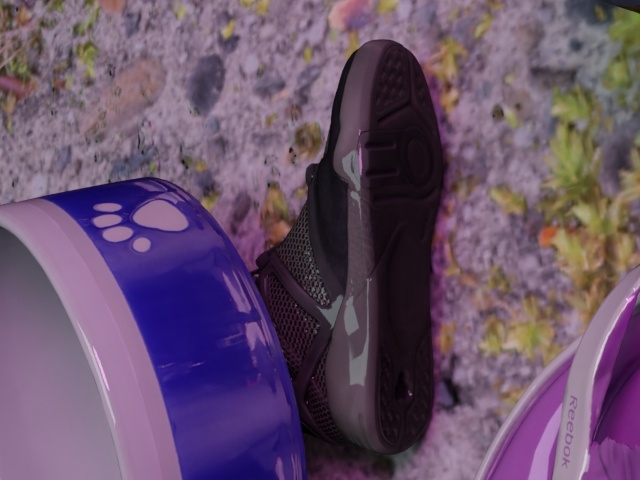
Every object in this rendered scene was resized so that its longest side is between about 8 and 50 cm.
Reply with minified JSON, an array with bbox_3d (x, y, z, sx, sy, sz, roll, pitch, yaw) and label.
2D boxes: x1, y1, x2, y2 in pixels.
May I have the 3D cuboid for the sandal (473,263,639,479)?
[{"bbox_3d":[0.176,0.073,0.726,0.416,0.102,0.169,-51,54,27],"label":"sandal"}]

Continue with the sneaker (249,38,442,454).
[{"bbox_3d":[0.000,0.000,0.912,0.130,0.087,0.228,4,93,37],"label":"sneaker"}]

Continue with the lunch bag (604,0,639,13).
[{"bbox_3d":[0.164,-0.185,0.689,0.090,0.219,0.176,8,90,43],"label":"lunch bag"}]

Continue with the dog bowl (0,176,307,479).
[{"bbox_3d":[-0.117,0.100,0.931,0.265,0.104,0.265,36,133,50],"label":"dog bowl"}]
